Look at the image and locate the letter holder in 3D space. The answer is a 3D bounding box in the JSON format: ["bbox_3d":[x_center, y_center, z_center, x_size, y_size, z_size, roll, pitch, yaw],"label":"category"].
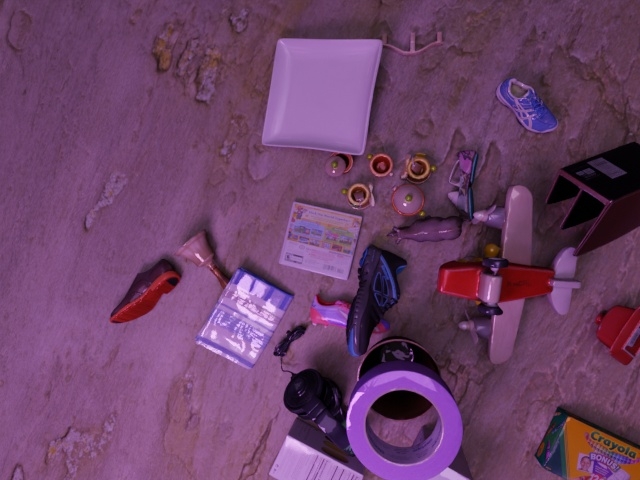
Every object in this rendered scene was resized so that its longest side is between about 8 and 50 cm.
[{"bbox_3d":[0.766,-0.108,1.202,0.302,0.214,0.152,-20,49,-21],"label":"letter holder"}]

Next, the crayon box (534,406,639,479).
[{"bbox_3d":[0.778,0.614,1.248,0.279,0.081,0.165,24,92,8],"label":"crayon box"}]

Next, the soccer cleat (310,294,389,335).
[{"bbox_3d":[0.089,0.228,1.359,0.248,0.083,0.094,7,96,12],"label":"soccer cleat"}]

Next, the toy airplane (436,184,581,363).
[{"bbox_3d":[0.509,0.096,1.237,0.386,0.272,0.384,-47,114,-13],"label":"toy airplane"}]

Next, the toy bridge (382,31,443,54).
[{"bbox_3d":[0.287,-0.612,1.386,0.189,0.026,0.063,1,91,8],"label":"toy bridge"}]

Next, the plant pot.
[{"bbox_3d":[0.218,0.357,1.258,0.216,0.230,0.215,0,92,8],"label":"plant pot"}]

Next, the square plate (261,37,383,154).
[{"bbox_3d":[0.002,-0.447,1.380,0.348,0.049,0.343,10,93,21],"label":"square plate"}]

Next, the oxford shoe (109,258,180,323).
[{"bbox_3d":[-0.586,0.170,1.464,0.271,0.097,0.098,-38,64,1],"label":"oxford shoe"}]

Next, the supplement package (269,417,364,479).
[{"bbox_3d":[-0.005,0.669,1.329,0.244,0.139,0.133,25,93,7],"label":"supplement package"}]

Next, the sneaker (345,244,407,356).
[{"bbox_3d":[0.163,0.174,1.286,0.140,0.125,0.340,18,66,-2],"label":"sneaker"}]

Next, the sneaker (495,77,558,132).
[{"bbox_3d":[0.608,-0.395,1.305,0.211,0.081,0.080,41,92,6],"label":"sneaker"}]

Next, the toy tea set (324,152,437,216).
[{"bbox_3d":[0.174,-0.181,1.338,0.337,0.124,0.199,7,89,8],"label":"toy tea set"}]

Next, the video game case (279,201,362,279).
[{"bbox_3d":[0.000,0.000,1.408,0.227,0.026,0.206,13,90,9],"label":"video game case"}]

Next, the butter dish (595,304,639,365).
[{"bbox_3d":[0.830,0.245,1.242,0.160,0.118,0.160,29,94,-36],"label":"butter dish"}]

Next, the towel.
[{"bbox_3d":[-0.241,0.249,1.408,0.209,0.034,0.284,30,93,-6],"label":"towel"}]

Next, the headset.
[{"bbox_3d":[-0.001,0.435,1.302,0.185,0.243,0.394,-45,58,-7],"label":"headset"}]

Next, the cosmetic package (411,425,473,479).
[{"bbox_3d":[0.301,0.686,1.242,0.138,0.225,0.223,26,91,8],"label":"cosmetic package"}]

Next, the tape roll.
[{"bbox_3d":[0.204,0.444,1.102,0.275,0.090,0.274,0,92,7],"label":"tape roll"}]

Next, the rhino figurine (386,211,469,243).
[{"bbox_3d":[0.305,-0.031,1.305,0.244,0.106,0.073,-7,103,31],"label":"rhino figurine"}]

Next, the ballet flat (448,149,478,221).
[{"bbox_3d":[0.426,-0.164,1.335,0.079,0.077,0.221,3,84,27],"label":"ballet flat"}]

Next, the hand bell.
[{"bbox_3d":[-0.338,0.095,1.426,0.126,0.126,0.242,-40,95,5],"label":"hand bell"}]
